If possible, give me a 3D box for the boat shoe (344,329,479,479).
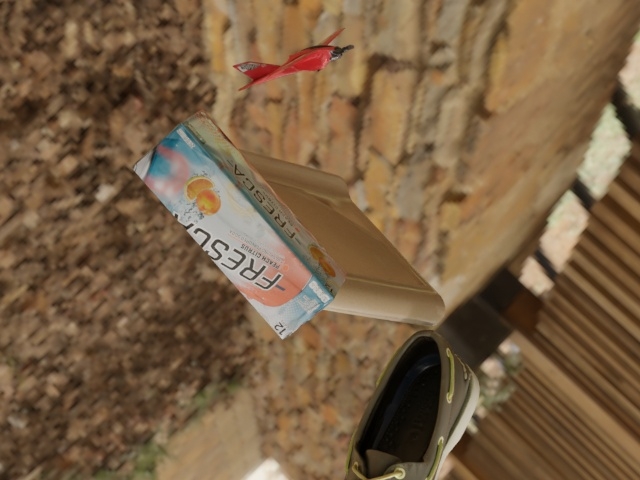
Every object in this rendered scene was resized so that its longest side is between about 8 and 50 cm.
[{"bbox_3d":[0.073,0.233,1.303,0.091,0.109,0.305,56,50,-44],"label":"boat shoe"}]

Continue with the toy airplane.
[{"bbox_3d":[-0.033,-0.190,1.378,0.151,0.028,0.151,-18,-163,6],"label":"toy airplane"}]

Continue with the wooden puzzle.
[{"bbox_3d":[0.000,0.000,1.364,0.221,0.239,0.044,12,122,-43],"label":"wooden puzzle"}]

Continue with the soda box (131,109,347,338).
[{"bbox_3d":[-0.062,-0.013,1.008,0.058,0.183,0.063,-40,-175,20],"label":"soda box"}]
